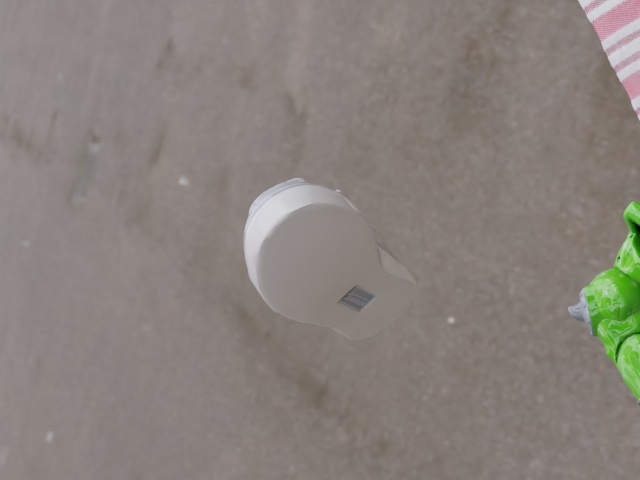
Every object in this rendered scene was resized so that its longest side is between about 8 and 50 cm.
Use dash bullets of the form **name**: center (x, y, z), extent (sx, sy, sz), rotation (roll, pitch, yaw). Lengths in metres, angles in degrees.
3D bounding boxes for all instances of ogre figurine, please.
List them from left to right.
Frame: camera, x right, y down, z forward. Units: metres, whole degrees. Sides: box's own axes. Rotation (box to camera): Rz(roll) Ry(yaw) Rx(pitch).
- **ogre figurine**: center (0.239, 0.020, 0.840), extent (0.118, 0.097, 0.197), rotation (37, 107, 22)

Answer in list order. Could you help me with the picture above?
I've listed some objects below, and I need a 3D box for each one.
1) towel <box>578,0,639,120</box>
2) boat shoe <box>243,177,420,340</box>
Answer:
- **towel**: center (0.288, -0.174, 1.076), extent (0.197, 0.144, 0.029), rotation (64, -169, 6)
- **boat shoe**: center (0.000, 0.000, 0.713), extent (0.066, 0.184, 0.063), rotation (-44, 65, 10)
